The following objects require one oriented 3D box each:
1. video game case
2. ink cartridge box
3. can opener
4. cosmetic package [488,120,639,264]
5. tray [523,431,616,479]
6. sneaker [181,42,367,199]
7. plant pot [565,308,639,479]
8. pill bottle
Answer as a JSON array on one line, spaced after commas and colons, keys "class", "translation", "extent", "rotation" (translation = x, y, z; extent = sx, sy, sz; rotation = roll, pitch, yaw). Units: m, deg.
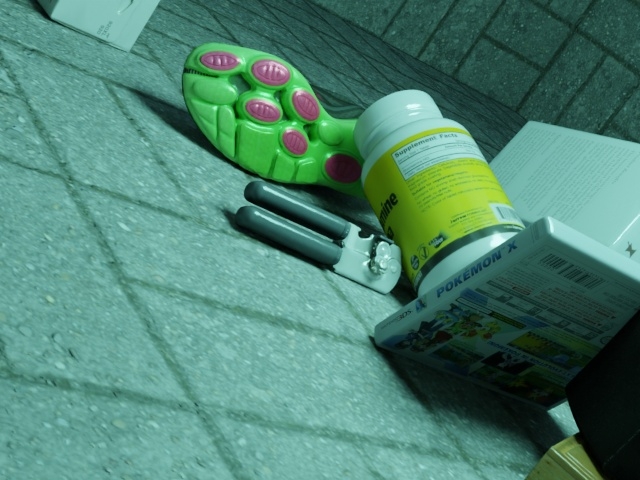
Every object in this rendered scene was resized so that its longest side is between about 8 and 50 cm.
[{"class": "video game case", "translation": [0.287, 0.106, 1.455], "extent": [0.329, 0.300, 0.036], "rotation": [23, 47, -32]}, {"class": "ink cartridge box", "translation": [-0.390, -0.467, 1.944], "extent": [0.168, 0.171, 0.232], "rotation": [17, 23, -44]}, {"class": "can opener", "translation": [0.000, 0.000, 1.603], "extent": [0.280, 0.074, 0.093], "rotation": [25, -15, -33]}, {"class": "cosmetic package", "translation": [0.488, -0.064, 2.111], "extent": [0.161, 0.230, 0.453], "rotation": [49, -11, -28]}, {"class": "tray", "translation": [0.435, 0.384, 1.326], "extent": [0.411, 0.076, 0.203], "rotation": [40, 17, 22]}, {"class": "sneaker", "translation": [-0.049, -0.183, 1.879], "extent": [0.483, 0.185, 0.202], "rotation": [23, 2, -42]}, {"class": "plant pot", "translation": [0.417, 0.212, 1.355], "extent": [0.188, 0.187, 0.167], "rotation": [33, 29, -5]}, {"class": "pill bottle", "translation": [0.176, -0.061, 1.735], "extent": [0.188, 0.188, 0.333], "rotation": [15, 41, -48]}]
